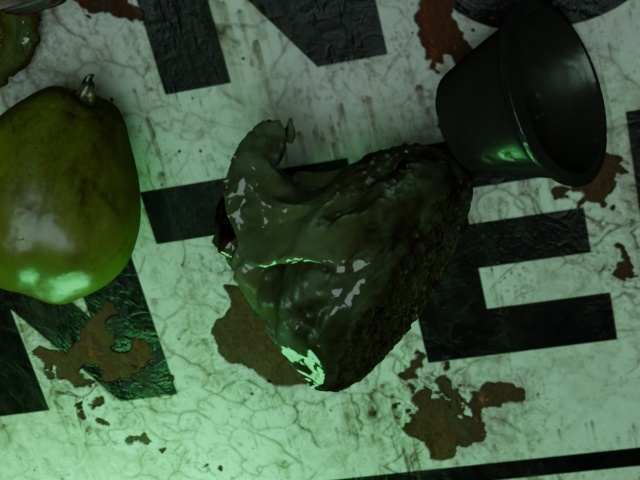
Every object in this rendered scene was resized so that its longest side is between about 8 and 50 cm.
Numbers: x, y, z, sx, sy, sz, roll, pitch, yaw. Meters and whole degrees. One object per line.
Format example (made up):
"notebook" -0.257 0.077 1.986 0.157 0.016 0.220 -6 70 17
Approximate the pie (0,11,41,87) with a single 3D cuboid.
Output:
"pie" -0.597 -0.353 1.879 0.355 0.103 0.288 26 113 -8

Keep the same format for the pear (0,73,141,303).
"pear" -0.404 -0.079 1.912 0.287 0.287 0.375 20 104 -1

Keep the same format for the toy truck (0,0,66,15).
"toy truck" -0.441 -0.458 1.761 0.114 0.135 0.270 -14 90 16

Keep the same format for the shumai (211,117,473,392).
"shumai" 0.000 0.000 1.877 0.348 0.395 0.395 28 120 21

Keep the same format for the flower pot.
"flower pot" 0.271 -0.189 1.772 0.166 0.269 0.269 -14 115 37
